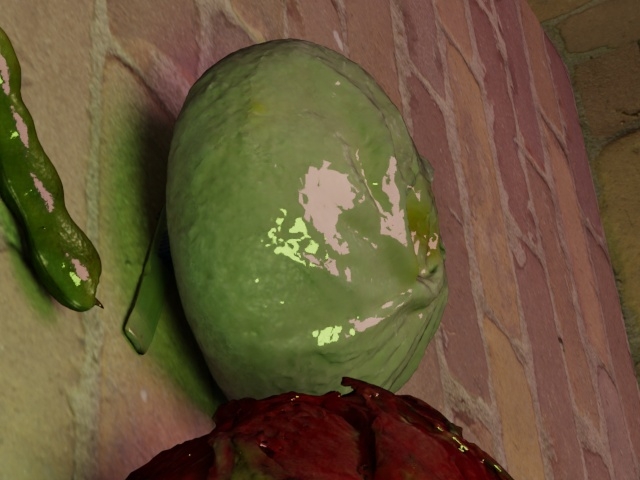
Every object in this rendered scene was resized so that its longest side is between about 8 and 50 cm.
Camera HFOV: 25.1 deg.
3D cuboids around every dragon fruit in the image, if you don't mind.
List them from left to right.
[{"bbox_3d":[0.003,0.247,0.955,0.329,0.329,0.329,50,28,-40],"label":"dragon fruit"}]

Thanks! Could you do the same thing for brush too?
[{"bbox_3d":[-0.134,0.028,1.230,0.178,0.030,0.033,-81,154,-53],"label":"brush"}]

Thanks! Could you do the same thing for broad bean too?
[{"bbox_3d":[-0.221,-0.064,1.072,0.052,0.052,0.256,-19,87,-31],"label":"broad bean"}]

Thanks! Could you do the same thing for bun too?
[{"bbox_3d":[0.000,0.000,1.293,0.362,0.211,0.362,-8,90,-77],"label":"bun"}]
